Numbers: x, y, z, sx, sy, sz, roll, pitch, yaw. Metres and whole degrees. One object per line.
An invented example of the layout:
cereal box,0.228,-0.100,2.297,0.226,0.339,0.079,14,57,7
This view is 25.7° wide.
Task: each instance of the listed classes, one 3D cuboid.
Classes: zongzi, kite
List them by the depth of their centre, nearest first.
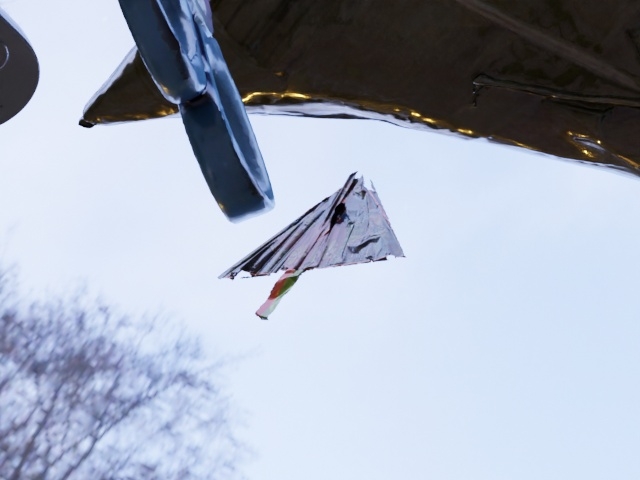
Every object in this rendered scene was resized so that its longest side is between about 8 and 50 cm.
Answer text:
zongzi,0.103,-0.084,0.904,0.447,0.181,0.418,46,-68,5
kite,0.000,0.000,1.234,0.241,0.183,0.014,-2,-46,49

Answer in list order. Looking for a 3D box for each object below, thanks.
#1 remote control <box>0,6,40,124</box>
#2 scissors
remote control,-0.231,-0.132,0.712,0.077,0.022,0.245,-36,-38,5
scissors,-0.065,-0.118,0.570,0.030,0.256,0.125,-22,-49,4
